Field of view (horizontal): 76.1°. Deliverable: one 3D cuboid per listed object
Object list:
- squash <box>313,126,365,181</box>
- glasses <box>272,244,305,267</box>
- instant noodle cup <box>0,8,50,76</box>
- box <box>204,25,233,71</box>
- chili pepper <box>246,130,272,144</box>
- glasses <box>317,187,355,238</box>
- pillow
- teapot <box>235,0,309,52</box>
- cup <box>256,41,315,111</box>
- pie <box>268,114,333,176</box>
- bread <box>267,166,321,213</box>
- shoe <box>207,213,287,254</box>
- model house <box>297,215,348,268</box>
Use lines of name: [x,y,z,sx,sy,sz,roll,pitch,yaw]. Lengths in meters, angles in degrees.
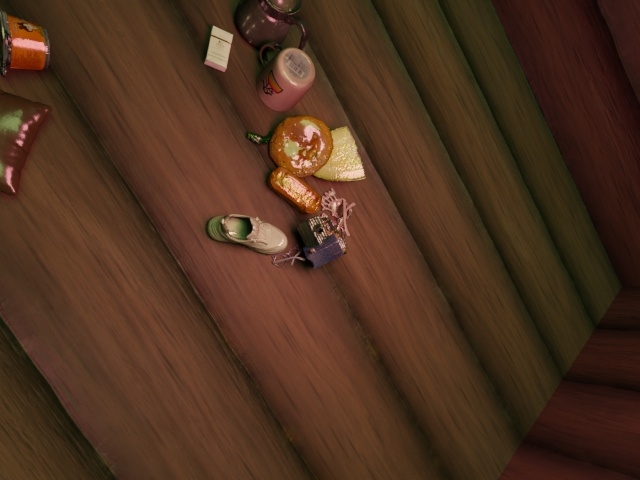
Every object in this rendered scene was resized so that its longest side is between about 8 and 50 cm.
squash: [0.045,-0.340,1.731,0.155,0.203,0.237,-15,87,-53]
glasses: [-0.112,0.062,1.602,0.139,0.103,0.063,-22,95,-27]
instant noodle cup: [-0.899,-0.592,1.232,0.125,0.177,0.209,-8,105,-44]
box: [-0.400,-0.753,1.607,0.083,0.040,0.155,13,75,-25]
chili pepper: [-0.238,-0.414,1.647,0.117,0.035,0.056,-14,88,-31]
glasses: [0.060,-0.097,1.735,0.162,0.095,0.256,21,70,-15]
pillow: [-0.985,-0.317,1.163,0.305,0.108,0.308,19,72,-27]
teapot: [-0.182,-0.884,1.609,0.223,0.285,0.306,-15,89,-30]
cup: [-0.150,-0.679,1.644,0.191,0.200,0.253,-34,99,-29]
pie: [-0.075,-0.385,1.672,0.273,0.069,0.274,-1,101,-7]
bread: [-0.106,-0.198,1.657,0.245,0.094,0.102,38,71,-20]
shoe: [-0.249,-0.031,1.511,0.316,0.159,0.125,10,76,-25]
model house: [0.000,0.000,1.608,0.166,0.172,0.183,-28,84,6]
